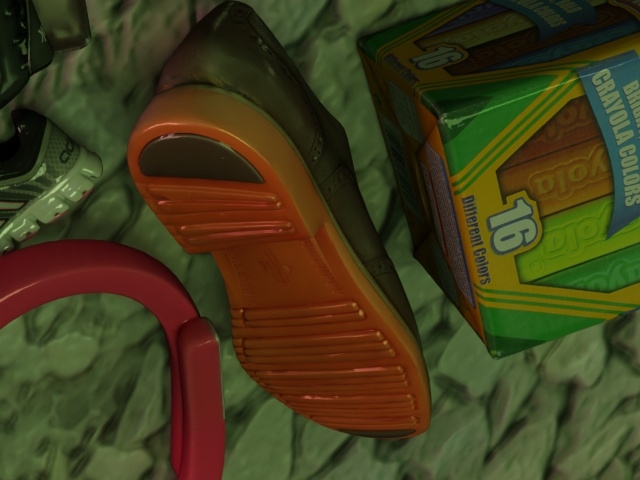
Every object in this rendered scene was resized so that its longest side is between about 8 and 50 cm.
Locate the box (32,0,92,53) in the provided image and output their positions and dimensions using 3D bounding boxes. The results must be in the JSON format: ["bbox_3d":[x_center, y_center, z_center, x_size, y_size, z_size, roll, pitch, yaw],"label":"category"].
[{"bbox_3d":[-0.229,-0.295,1.032,0.143,0.191,0.381,-14,114,-9],"label":"box"}]

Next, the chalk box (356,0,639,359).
[{"bbox_3d":[0.199,-0.076,1.249,0.289,0.179,0.180,-20,116,-7],"label":"chalk box"}]

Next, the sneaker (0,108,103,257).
[{"bbox_3d":[-0.225,-0.022,1.218,0.170,0.063,0.075,-37,113,0],"label":"sneaker"}]

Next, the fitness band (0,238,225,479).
[{"bbox_3d":[-0.169,0.125,1.272,0.209,0.054,0.291,-11,129,-15],"label":"fitness band"}]

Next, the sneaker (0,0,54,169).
[{"bbox_3d":[-0.183,-0.126,0.968,0.106,0.078,0.234,7,114,-20],"label":"sneaker"}]

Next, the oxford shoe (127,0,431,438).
[{"bbox_3d":[0.000,0.000,1.255,0.130,0.133,0.364,-2,140,23],"label":"oxford shoe"}]
